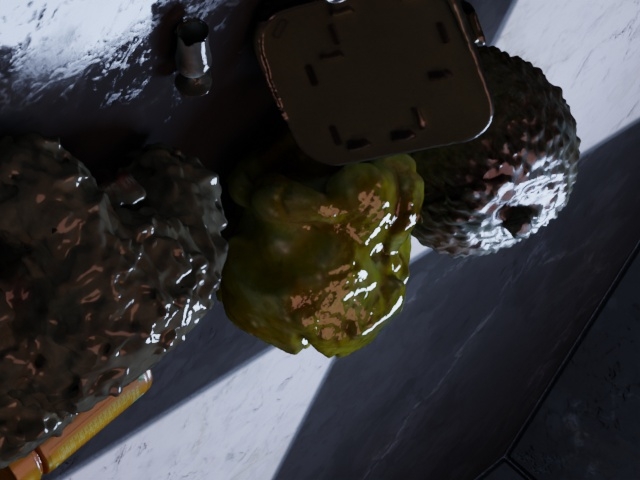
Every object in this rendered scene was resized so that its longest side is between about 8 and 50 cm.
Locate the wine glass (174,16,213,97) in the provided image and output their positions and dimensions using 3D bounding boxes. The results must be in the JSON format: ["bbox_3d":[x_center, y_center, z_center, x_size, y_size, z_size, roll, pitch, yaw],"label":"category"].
[{"bbox_3d":[-0.119,-0.175,1.691,0.042,0.039,0.083,-38,154,-25],"label":"wine glass"}]

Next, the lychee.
[{"bbox_3d":[0.183,-0.110,2.146,0.255,0.274,0.255,-25,153,-14],"label":"lychee"}]

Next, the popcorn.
[{"bbox_3d":[-0.005,-0.003,1.996,0.276,0.225,0.276,-176,-90,-88],"label":"popcorn"}]

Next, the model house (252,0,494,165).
[{"bbox_3d":[0.074,-0.240,1.884,0.279,0.218,0.205,-73,148,-53],"label":"model house"}]

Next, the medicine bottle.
[{"bbox_3d":[-0.279,0.178,1.925,0.192,0.096,0.096,-40,160,-24],"label":"medicine bottle"}]

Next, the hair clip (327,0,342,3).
[{"bbox_3d":[0.102,-0.319,1.632,0.321,0.091,0.138,-26,161,-41],"label":"hair clip"}]

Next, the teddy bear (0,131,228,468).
[{"bbox_3d":[-0.266,0.079,1.673,0.367,0.224,0.357,-39,167,20],"label":"teddy bear"}]
